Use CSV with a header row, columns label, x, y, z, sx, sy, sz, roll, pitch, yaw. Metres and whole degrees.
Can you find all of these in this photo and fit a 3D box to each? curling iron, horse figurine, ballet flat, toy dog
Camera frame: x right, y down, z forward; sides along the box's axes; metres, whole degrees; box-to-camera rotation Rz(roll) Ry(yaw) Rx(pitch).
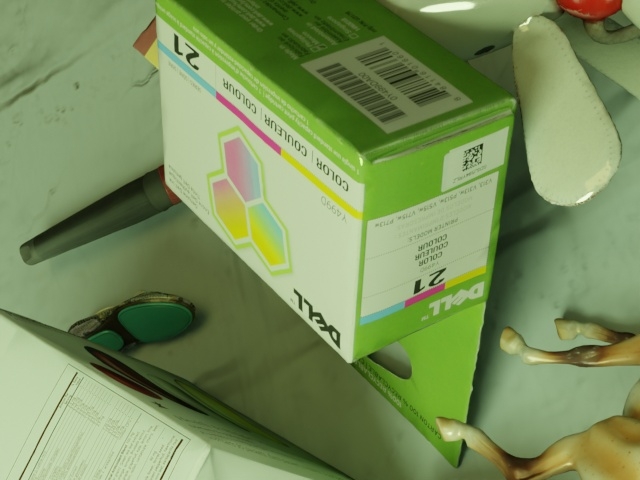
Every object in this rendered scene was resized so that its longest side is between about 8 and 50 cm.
label,x,y,z,sx,sy,sz,roll,pitch,yaw
curling iron,-0.104,-0.050,1.045,0.274,0.035,0.068,-32,52,22
horse figurine,0.148,0.088,0.722,0.174,0.066,0.263,2,31,37
ballet flat,-0.132,0.054,1.025,0.114,0.041,0.041,-24,59,26
toy dog,0.200,-0.079,0.757,0.333,0.220,0.161,17,121,44

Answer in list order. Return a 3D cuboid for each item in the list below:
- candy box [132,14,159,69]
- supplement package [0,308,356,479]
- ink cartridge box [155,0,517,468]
label,x,y,z,sx,sy,sz,roll,pitch,yaw
candy box,-0.013,-0.114,0.902,0.109,0.186,0.053,-54,50,7
supplement package,-0.101,0.160,0.855,0.203,0.194,0.149,24,87,40
ink cartridge box,0.000,0.000,0.815,0.189,0.097,0.255,42,142,39
